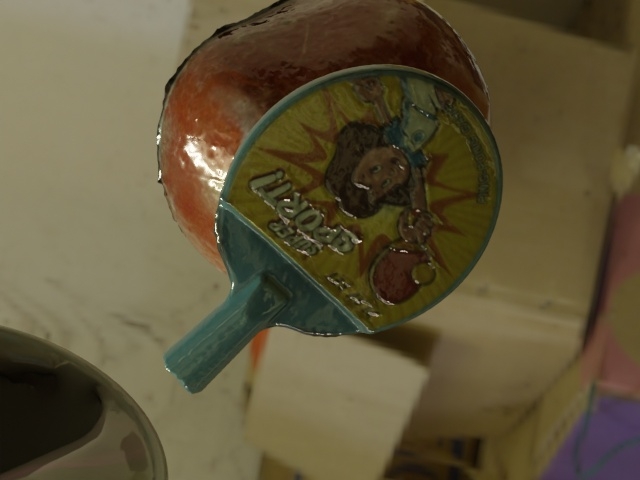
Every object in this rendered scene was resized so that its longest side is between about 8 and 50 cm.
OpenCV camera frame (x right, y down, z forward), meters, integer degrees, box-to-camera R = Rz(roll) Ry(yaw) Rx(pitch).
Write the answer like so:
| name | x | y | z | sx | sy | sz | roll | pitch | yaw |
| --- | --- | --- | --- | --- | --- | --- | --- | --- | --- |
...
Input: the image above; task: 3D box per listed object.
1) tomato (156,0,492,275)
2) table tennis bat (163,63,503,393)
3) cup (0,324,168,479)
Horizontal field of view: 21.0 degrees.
| name | x | y | z | sx | sy | sz | roll | pitch | yaw |
| --- | --- | --- | --- | --- | --- | --- | --- | --- | --- |
| tomato | 0.022 | -0.057 | 1.071 | 0.155 | 0.214 | 0.181 | 26 | 146 | 50 |
| table tennis bat | 0.000 | 0.000 | 0.651 | 0.155 | 0.100 | 0.019 | -42 | 19 | 12 |
| cup | -0.223 | 0.230 | 0.940 | 0.212 | 0.212 | 0.317 | -83 | 11 | -60 |
